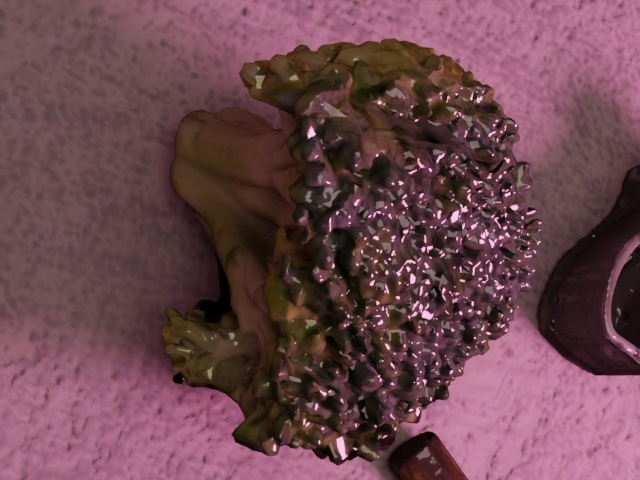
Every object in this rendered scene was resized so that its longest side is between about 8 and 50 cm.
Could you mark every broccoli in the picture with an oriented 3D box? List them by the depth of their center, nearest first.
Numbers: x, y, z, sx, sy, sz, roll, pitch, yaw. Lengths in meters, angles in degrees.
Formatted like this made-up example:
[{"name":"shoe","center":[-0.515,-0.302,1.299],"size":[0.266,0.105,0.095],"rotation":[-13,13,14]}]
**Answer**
[{"name":"broccoli","center":[-0.007,-0.002,0.934],"size":[0.293,0.281,0.348],"rotation":[-44,141,-13]}]

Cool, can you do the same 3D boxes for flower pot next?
[{"name":"flower pot","center":[0.300,0.014,1.137],"size":[0.103,0.108,0.229],"rotation":[42,69,-12]}]

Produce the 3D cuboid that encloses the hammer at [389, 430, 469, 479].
[{"name":"hammer","center":[0.201,0.351,1.085],"size":[0.168,0.044,0.440],"rotation":[-40,99,-21]}]
